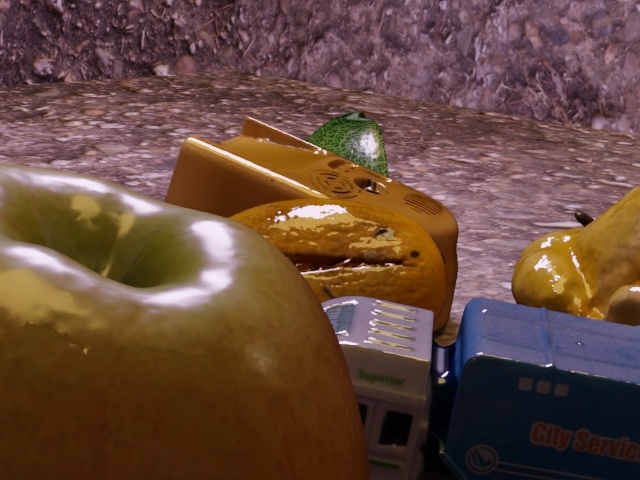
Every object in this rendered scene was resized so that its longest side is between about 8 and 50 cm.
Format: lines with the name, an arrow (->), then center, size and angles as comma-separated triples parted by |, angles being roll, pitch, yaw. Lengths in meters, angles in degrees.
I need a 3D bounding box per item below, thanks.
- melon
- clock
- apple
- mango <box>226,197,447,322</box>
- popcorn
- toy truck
melon -> 0.012, -0.090, 2.005 | 0.129, 0.169, 0.265 | 0, 12, -11
clock -> 0.000, 0.000, 1.609 | 0.317, 0.200, 0.244 | 16, 19, 15
apple -> -0.135, 0.115, 0.759 | 0.338, 0.305, 0.338 | 5, 11, -1
mango -> -0.021, 0.045, 1.421 | 0.294, 0.177, 0.120 | -4, -16, -6
popcorn -> 0.343, 0.083, 1.253 | 0.316, 0.281, 0.297 | -20, -44, 38
toy truck -> 0.140, 0.144, 0.987 | 0.367, 0.175, 0.146 | 10, 15, 2
